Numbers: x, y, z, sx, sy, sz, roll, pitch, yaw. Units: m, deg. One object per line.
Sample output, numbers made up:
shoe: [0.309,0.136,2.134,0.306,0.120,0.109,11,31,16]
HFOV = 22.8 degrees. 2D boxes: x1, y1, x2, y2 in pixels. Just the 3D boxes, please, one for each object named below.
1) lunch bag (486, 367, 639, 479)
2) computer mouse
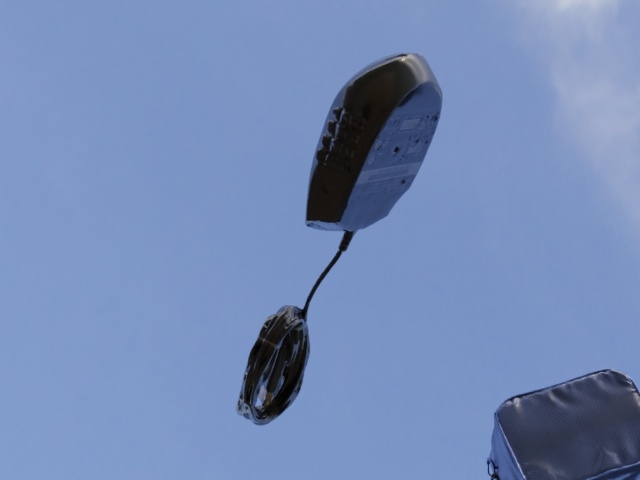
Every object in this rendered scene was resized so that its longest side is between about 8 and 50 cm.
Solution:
lunch bag: [0.141,0.124,0.907,0.098,0.067,0.065,-15,-35,-7]
computer mouse: [0.000,0.000,0.884,0.041,0.071,0.242,36,-67,25]
